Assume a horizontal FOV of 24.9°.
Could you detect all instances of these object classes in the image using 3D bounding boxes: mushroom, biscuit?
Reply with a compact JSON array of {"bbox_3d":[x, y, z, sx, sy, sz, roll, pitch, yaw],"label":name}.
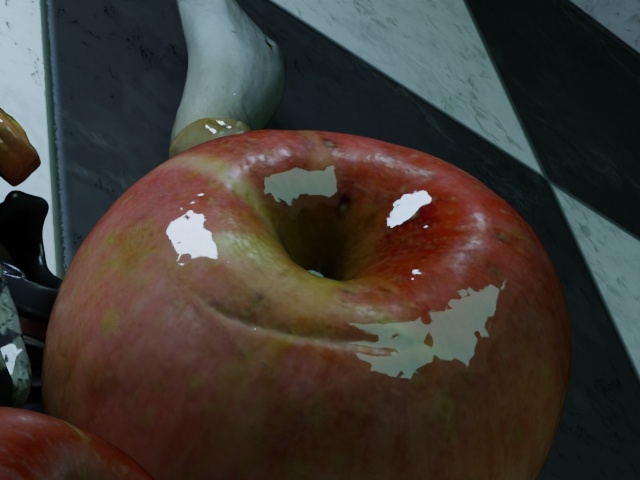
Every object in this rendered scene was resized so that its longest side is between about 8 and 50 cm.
[{"bbox_3d":[-0.115,-0.161,1.608,0.159,0.122,0.328,28,32,-18],"label":"mushroom"},{"bbox_3d":[-0.334,-0.151,1.136,0.334,0.047,0.202,30,-15,48],"label":"biscuit"}]

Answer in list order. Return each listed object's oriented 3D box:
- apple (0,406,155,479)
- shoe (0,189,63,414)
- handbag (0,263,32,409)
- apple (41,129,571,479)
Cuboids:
[{"bbox_3d":[-0.175,0.226,0.795,0.260,0.216,0.260,36,25,-20],"label":"apple"},{"bbox_3d":[-0.237,0.057,1.081,0.099,0.112,0.227,25,30,-40],"label":"shoe"},{"bbox_3d":[-0.379,-0.061,0.928,0.416,0.180,0.316,44,17,-39],"label":"handbag"},{"bbox_3d":[-0.013,0.109,1.028,0.364,0.364,0.364,35,27,-21],"label":"apple"}]
